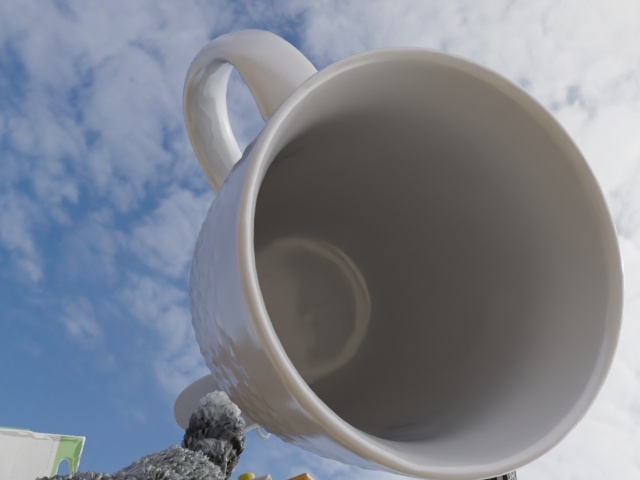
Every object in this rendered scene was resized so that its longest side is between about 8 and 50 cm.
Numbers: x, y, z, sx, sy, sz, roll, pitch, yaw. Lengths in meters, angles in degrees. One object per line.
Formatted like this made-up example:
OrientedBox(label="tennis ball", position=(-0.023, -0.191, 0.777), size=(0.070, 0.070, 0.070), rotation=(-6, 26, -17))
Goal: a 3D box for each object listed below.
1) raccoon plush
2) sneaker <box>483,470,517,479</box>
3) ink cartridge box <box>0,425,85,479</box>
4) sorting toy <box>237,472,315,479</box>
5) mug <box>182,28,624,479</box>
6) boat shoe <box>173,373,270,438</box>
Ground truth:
OrientedBox(label="raccoon plush", position=(-0.278, 0.326, 0.878), size=(0.216, 0.446, 0.299), rotation=(-33, -65, 9))
OrientedBox(label="sneaker", position=(0.311, 0.447, 1.157), size=(0.097, 0.084, 0.235), rotation=(-9, -90, 28))
OrientedBox(label="ink cartridge box", position=(-0.578, 0.442, 1.173), size=(0.056, 0.171, 0.235), rotation=(-2, -20, 34))
OrientedBox(label="sorting toy", position=(-0.182, 0.542, 1.316), size=(0.347, 0.047, 0.196), rotation=(-14, -39, -5))
OrientedBox(label="mug", position=(0.000, 0.000, 0.531), size=(0.374, 0.276, 0.328), rotation=(58, -25, 0))
OrientedBox(label="boat shoe", position=(-0.108, 0.326, 1.288), size=(0.366, 0.136, 0.156), rotation=(-18, -31, 2))
